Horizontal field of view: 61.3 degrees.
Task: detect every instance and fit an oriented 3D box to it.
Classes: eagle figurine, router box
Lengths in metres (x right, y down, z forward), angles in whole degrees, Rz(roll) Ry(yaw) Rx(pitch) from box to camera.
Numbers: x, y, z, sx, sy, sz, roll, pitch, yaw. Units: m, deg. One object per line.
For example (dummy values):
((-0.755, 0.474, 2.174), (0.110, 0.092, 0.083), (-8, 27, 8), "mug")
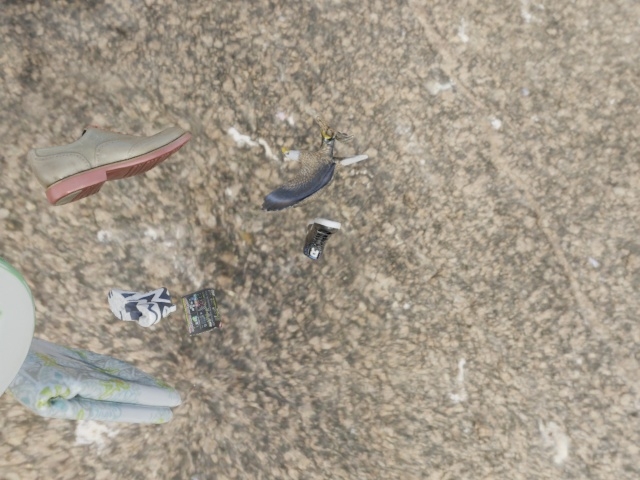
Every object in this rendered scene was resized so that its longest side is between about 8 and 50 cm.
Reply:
((-0.033, -0.197, 1.571), (0.226, 0.225, 0.298), (19, 98, -42), "eagle figurine")
((-0.345, 0.207, 1.569), (0.092, 0.038, 0.122), (-18, 79, 17), "router box")

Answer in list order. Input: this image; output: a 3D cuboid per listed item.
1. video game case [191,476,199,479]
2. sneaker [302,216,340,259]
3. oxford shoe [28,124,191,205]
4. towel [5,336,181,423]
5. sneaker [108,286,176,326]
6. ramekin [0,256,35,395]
((-0.447, 0.801, 1.474), (0.025, 0.285, 0.204), (41, 106, 0), "video game case")
((0.000, 0.000, 1.607), (0.079, 0.217, 0.121), (15, 86, -10), "sneaker")
((-0.426, -0.195, 1.132), (0.348, 0.123, 0.130), (-34, 97, -44), "oxford shoe")
((-0.514, 0.280, 1.121), (0.321, 0.374, 0.090), (13, 78, 29), "towel")
((-0.572, 0.202, 1.768), (0.153, 0.235, 0.094), (-16, 110, -54), "sneaker")
((-0.519, 0.116, 0.671), (0.148, 0.303, 0.303), (21, 69, 22), "ramekin")
